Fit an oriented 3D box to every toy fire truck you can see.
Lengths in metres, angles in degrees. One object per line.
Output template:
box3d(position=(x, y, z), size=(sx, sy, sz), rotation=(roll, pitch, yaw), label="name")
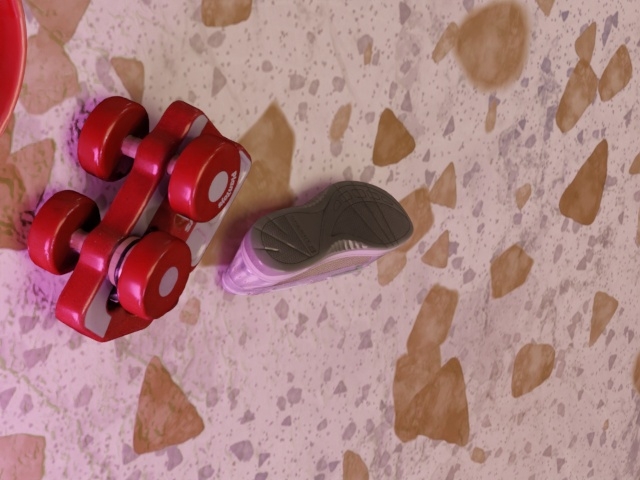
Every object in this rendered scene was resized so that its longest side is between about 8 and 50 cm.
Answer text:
box3d(position=(-0.194, -0.013, 1.705), size=(0.302, 0.169, 0.254), rotation=(-63, 158, -9), label="toy fire truck")

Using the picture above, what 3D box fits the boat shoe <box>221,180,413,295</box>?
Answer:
box3d(position=(0.000, 0.002, 1.968), size=(0.320, 0.103, 0.118), rotation=(-21, 74, -46), label="boat shoe")

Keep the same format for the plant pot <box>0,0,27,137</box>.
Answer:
box3d(position=(-0.442, -0.183, 1.279), size=(0.275, 0.243, 0.274), rotation=(-20, 118, -44), label="plant pot")
